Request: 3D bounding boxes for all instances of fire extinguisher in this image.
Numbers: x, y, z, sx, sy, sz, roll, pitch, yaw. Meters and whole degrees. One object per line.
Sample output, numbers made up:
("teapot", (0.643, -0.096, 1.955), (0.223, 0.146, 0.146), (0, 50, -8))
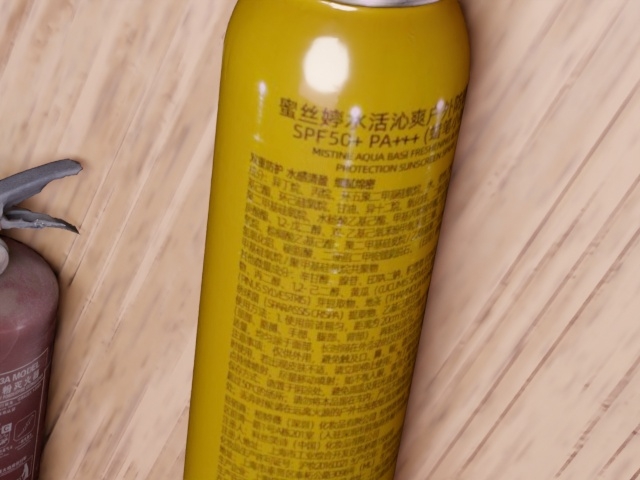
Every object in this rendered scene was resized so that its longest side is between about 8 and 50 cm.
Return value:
("fire extinguisher", (-0.186, 0.077, 0.781), (0.105, 0.105, 0.269), (20, 122, 12))

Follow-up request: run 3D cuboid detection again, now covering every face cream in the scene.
("face cream", (0.000, 0.000, 0.649), (0.105, 0.105, 0.348), (17, 122, 14))
